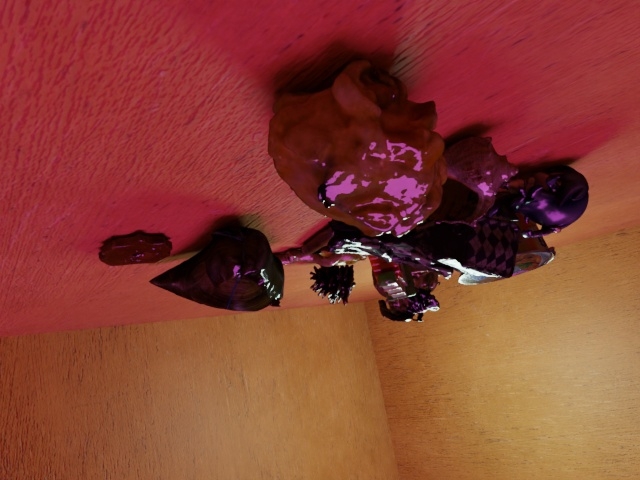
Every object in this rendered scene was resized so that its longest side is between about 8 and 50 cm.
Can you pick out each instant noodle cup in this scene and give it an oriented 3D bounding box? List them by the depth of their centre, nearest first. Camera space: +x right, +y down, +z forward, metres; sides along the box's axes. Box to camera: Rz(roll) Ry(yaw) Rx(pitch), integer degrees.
[{"bbox_3d":[0.547,-0.007,1.536,0.297,0.213,0.296,-10,160,-4],"label":"instant noodle cup"}]

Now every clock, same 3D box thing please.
[{"bbox_3d":[0.248,0.078,1.740,0.106,0.219,0.255,-15,158,15],"label":"clock"}]

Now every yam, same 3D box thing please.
[{"bbox_3d":[0.000,0.000,1.560,0.046,0.046,0.264,-5,167,-25],"label":"yam"}]

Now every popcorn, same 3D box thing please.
[{"bbox_3d":[0.058,-0.123,0.712,0.287,0.215,0.252,17,154,-31],"label":"popcorn"}]

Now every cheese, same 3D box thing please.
[{"bbox_3d":[0.046,0.055,1.797,0.251,0.064,0.156,1,163,-8],"label":"cheese"}]

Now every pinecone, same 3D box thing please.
[{"bbox_3d":[0.049,0.165,1.998,0.208,0.207,0.207,-10,167,-2],"label":"pinecone"}]

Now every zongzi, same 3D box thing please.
[{"bbox_3d":[-0.331,0.079,1.375,0.433,0.207,0.403,1,162,2],"label":"zongzi"}]

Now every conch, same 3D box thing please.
[{"bbox_3d":[0.277,-0.122,1.010,0.246,0.178,0.163,3,166,28],"label":"conch"}]

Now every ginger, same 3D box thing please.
[{"bbox_3d":[-0.056,0.057,1.714,0.289,0.075,0.089,-5,157,8],"label":"ginger"}]

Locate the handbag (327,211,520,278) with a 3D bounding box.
[{"bbox_3d":[0.251,0.002,1.266,0.416,0.180,0.317,7,-179,42],"label":"handbag"}]

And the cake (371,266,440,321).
[{"bbox_3d":[0.375,0.174,2.008,0.333,0.320,0.332,-8,167,-2],"label":"cake"}]

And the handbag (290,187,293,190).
[{"bbox_3d":[0.070,-0.145,0.937,0.271,0.088,0.175,-11,175,-2],"label":"handbag"}]

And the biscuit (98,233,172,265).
[{"bbox_3d":[-0.481,0.020,1.284,0.182,0.034,0.215,-5,164,-28],"label":"biscuit"}]

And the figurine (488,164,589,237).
[{"bbox_3d":[0.575,-0.110,1.301,0.265,0.196,0.175,-15,-151,0],"label":"figurine"}]
